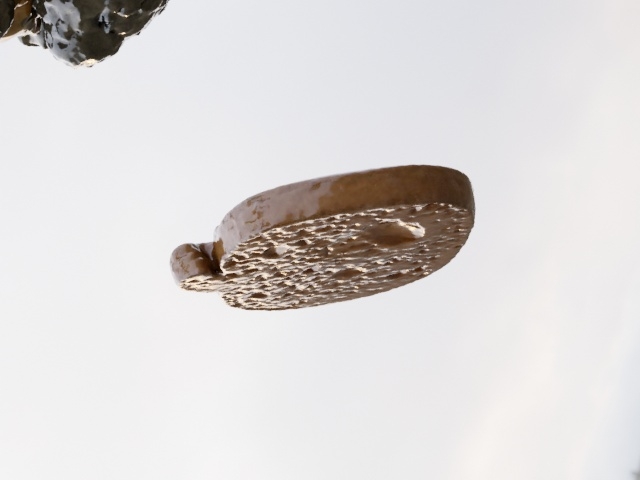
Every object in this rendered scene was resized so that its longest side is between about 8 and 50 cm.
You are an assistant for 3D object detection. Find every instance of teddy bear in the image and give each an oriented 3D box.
[{"bbox_3d":[-0.181,-0.159,1.021,0.177,0.190,0.140,-94,0,-83],"label":"teddy bear"}]

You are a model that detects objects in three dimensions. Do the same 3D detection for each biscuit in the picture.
[{"bbox_3d":[0.000,0.000,0.423,0.091,0.078,0.015,114,146,-71],"label":"biscuit"}]
